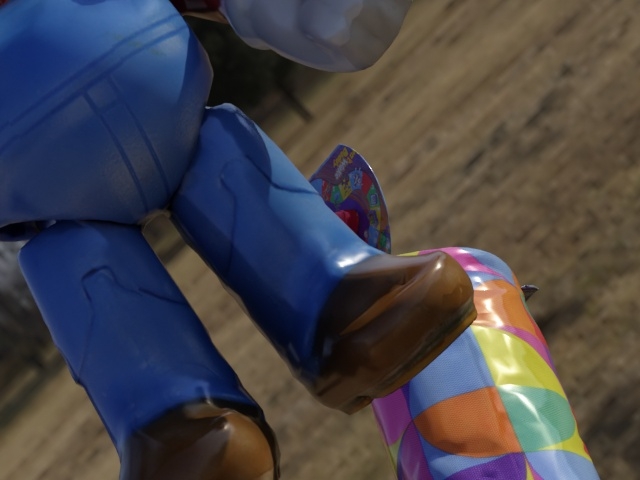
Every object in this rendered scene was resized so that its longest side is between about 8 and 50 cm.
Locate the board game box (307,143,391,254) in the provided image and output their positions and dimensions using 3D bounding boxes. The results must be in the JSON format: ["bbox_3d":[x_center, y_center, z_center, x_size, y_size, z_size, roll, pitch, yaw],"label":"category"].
[{"bbox_3d":[0.000,0.000,1.534,0.033,0.133,0.169,-2,-27,-32],"label":"board game box"}]

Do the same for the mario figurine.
[{"bbox_3d":[-0.097,-0.062,0.552,0.170,0.320,0.198,-41,-2,41],"label":"mario figurine"}]

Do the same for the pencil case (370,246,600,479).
[{"bbox_3d":[0.080,0.105,0.840,0.104,0.104,0.236,-43,37,22],"label":"pencil case"}]
